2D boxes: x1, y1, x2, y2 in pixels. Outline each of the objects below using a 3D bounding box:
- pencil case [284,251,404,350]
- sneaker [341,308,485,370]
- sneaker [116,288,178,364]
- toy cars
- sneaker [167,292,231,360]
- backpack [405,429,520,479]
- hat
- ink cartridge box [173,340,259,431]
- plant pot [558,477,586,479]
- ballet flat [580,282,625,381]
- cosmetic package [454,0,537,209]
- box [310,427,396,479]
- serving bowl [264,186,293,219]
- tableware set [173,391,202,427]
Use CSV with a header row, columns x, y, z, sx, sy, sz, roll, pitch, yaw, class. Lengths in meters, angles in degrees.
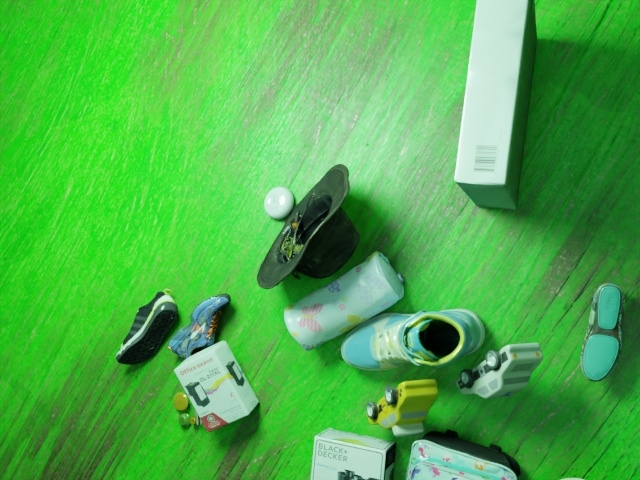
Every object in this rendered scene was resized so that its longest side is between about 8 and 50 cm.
x,y,z,sx,sy,sz,roll,pitch,yaw,class
0.049,0.135,1.292,0.273,0.113,0.124,-34,63,16,pencil case
0.162,0.204,1.185,0.318,0.208,0.127,-17,79,22,sneaker
-0.456,0.227,1.529,0.235,0.084,0.097,-47,45,11,sneaker
0.259,0.310,1.142,0.393,0.176,0.087,-25,58,19,toy cars
-0.288,0.219,1.453,0.087,0.083,0.221,43,110,12,sneaker
0.264,0.531,1.126,0.225,0.191,0.254,12,94,23,backpack
0.000,0.000,1.285,0.134,0.331,0.331,35,100,-15,hat
-0.251,0.350,1.392,0.127,0.072,0.175,-28,92,19,ink cartridge box
0.516,0.574,0.968,0.274,0.256,0.257,25,95,-12,plant pot
0.542,0.175,1.107,0.070,0.070,0.189,14,94,24,ballet flat
0.347,-0.267,1.117,0.097,0.284,0.378,7,86,25,cosmetic package
0.062,0.573,1.252,0.169,0.087,0.290,5,86,23,box
-0.107,-0.095,1.421,0.083,0.027,0.083,-9,72,29,serving bowl
-0.331,0.396,1.475,0.104,0.024,0.154,-12,81,25,tableware set
